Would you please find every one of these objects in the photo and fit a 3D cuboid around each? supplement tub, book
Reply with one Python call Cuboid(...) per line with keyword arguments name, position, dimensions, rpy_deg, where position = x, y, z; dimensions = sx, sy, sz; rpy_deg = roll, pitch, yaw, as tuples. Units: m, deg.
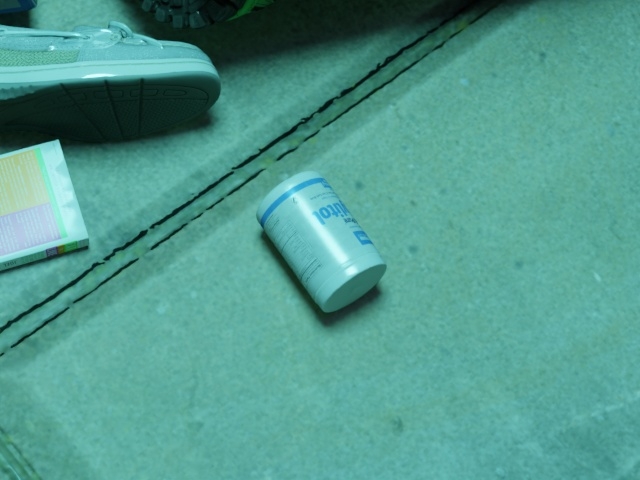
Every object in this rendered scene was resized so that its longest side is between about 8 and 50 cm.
Cuboid(name="supplement tub", position=(0.000, 0.000, 1.196), dimensions=(0.071, 0.071, 0.107), rpy_deg=(-31, 71, -19))
Cuboid(name="book", position=(-0.282, -0.021, 1.197), dimensions=(0.144, 0.035, 0.096), rpy_deg=(-16, 70, -13))

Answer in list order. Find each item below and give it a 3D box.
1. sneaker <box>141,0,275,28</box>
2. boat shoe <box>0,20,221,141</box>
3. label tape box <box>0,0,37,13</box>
Cuboid(name="sneaker", position=(-0.169, -0.311, 1.318), dimensions=(0.343, 0.134, 0.146), rpy_deg=(43, 31, 21))
Cuboid(name="boat shoe", position=(-0.249, -0.152, 1.219), dimensions=(0.320, 0.118, 0.103), rpy_deg=(-3, 69, 0))
Cuboid(name="label tape box", position=(-0.399, -0.372, 1.259), dimensions=(0.249, 0.115, 0.347), rpy_deg=(-7, 77, 1))
